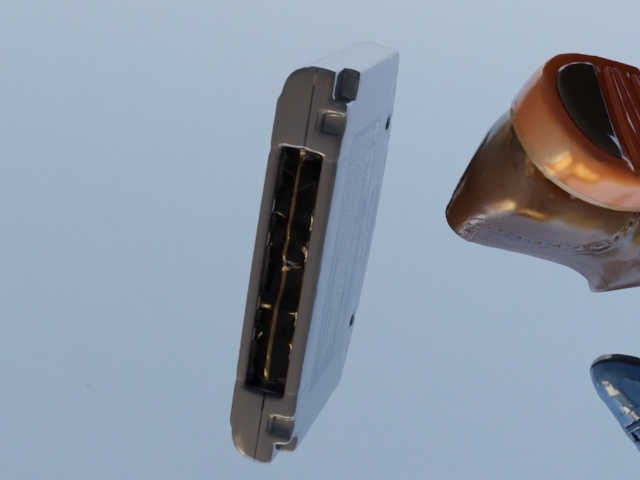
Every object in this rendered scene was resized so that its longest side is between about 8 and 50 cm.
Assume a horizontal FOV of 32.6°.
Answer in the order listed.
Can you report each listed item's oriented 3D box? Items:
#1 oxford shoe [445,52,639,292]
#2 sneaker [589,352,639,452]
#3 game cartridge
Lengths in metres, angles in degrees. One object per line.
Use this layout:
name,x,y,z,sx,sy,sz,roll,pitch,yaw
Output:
oxford shoe,0.243,-0.029,0.762,0.364,0.133,0.130,11,-131,-32
sneaker,0.325,0.189,1.005,0.209,0.069,0.082,42,-128,-8
game cartridge,0.000,0.000,0.839,0.060,0.196,0.294,15,-71,15
